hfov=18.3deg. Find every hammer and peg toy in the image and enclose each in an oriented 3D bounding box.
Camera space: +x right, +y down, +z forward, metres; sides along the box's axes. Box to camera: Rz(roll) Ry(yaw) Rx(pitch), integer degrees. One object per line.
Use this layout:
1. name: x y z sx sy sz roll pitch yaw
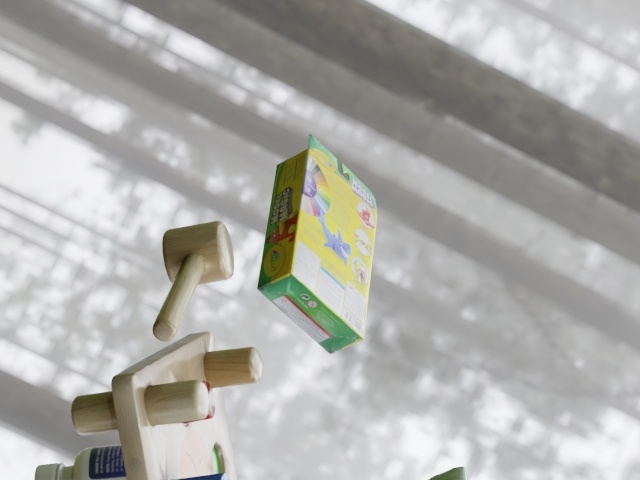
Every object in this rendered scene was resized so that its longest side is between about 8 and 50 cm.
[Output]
1. hammer and peg toy: -0.138 0.175 1.852 0.266 0.127 0.361 -30 111 -75

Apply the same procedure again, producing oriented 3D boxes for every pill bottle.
1. pill bottle: -0.230 0.290 2.280 0.112 0.187 0.112 -5 90 -88

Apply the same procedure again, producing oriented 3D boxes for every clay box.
1. clay box: 0.000 0.000 2.171 0.053 0.127 0.222 -27 -144 29

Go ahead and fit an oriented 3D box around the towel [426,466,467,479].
1. towel: 0.056 0.400 1.956 0.248 0.038 0.324 -29 -142 22
